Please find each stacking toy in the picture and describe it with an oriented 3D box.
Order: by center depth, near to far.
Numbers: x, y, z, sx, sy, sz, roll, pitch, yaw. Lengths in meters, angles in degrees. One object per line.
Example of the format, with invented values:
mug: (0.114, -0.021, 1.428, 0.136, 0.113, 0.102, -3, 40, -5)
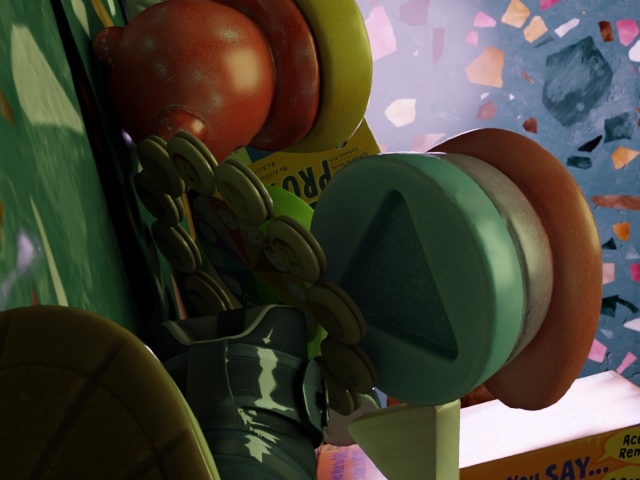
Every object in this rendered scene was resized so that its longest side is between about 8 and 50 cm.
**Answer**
stacking toy: (-0.013, 0.019, 0.808, 0.309, 0.130, 0.279, 41, -47, 31)

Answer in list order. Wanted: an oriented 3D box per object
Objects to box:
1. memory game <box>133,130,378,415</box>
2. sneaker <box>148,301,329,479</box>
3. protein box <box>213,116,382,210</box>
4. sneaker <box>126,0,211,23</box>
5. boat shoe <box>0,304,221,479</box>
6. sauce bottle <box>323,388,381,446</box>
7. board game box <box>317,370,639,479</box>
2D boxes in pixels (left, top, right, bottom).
memory game: (-0.038, 0.020, 0.763, 0.186, 0.012, 0.186, 40, -26, 24)
sneaker: (-0.025, 0.123, 0.728, 0.226, 0.086, 0.163, 69, 9, -62)
protein box: (0.000, 0.000, 1.125, 0.201, 0.136, 0.199, 67, -1, -77)
sneaker: (-0.100, -0.228, 1.002, 0.161, 0.102, 0.282, -107, -178, -68)
boat shoe: (-0.023, 0.154, 0.330, 0.089, 0.105, 0.285, 55, 20, -76)
sauce bottle: (0.008, 0.081, 1.512, 0.344, 0.111, 0.111, -103, 177, -55)
board game box: (0.208, 0.366, 1.473, 0.356, 0.357, 0.356, -40, 116, -88)
